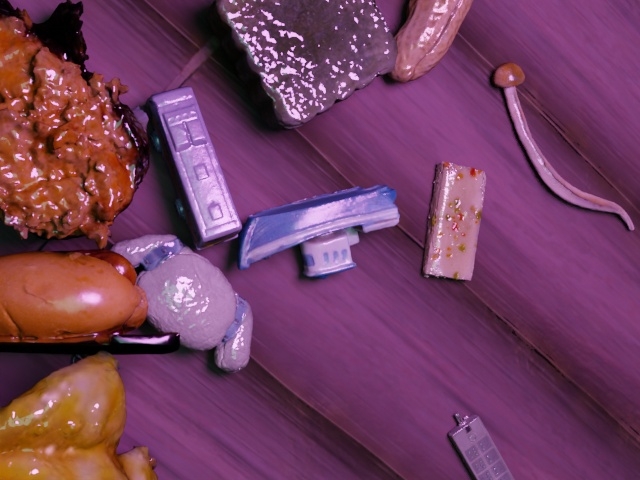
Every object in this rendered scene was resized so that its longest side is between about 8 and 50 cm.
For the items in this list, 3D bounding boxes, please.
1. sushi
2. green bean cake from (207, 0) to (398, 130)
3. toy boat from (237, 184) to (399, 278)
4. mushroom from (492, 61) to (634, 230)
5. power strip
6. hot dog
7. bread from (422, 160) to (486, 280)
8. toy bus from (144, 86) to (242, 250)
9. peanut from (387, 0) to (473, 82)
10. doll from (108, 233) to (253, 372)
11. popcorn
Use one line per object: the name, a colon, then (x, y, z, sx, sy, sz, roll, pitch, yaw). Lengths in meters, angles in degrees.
sushi: (-0.322, -0.157, 0.933, 0.348, 0.207, 0.234, 39, 87, -12)
green bean cake: (-0.020, -0.247, 1.077, 0.185, 0.094, 0.183, -34, 100, -14)
toy boat: (0.000, 0.000, 1.093, 0.215, 0.088, 0.102, -14, 99, -18)
mushroom: (0.325, -0.110, 1.218, 0.068, 0.043, 0.306, -36, 104, 12)
power strip: (0.214, 0.289, 1.199, 0.051, 0.019, 0.136, -31, 100, -12)
hot dog: (-0.316, 0.060, 0.950, 0.325, 0.194, 0.107, 4, 78, -16)
bread: (0.177, -0.023, 1.177, 0.068, 0.028, 0.154, 9, 90, -19)
toy bus: (-0.150, -0.086, 1.044, 0.064, 0.075, 0.191, -19, 89, -15)
peanut: (0.137, -0.277, 1.137, 0.080, 0.080, 0.175, 30, 87, -15)
doll: (-0.156, 0.069, 1.054, 0.214, 0.071, 0.103, 44, 80, -13)
popcorn: (-0.309, 0.265, 0.908, 0.321, 0.290, 0.326, 39, 99, -16)
